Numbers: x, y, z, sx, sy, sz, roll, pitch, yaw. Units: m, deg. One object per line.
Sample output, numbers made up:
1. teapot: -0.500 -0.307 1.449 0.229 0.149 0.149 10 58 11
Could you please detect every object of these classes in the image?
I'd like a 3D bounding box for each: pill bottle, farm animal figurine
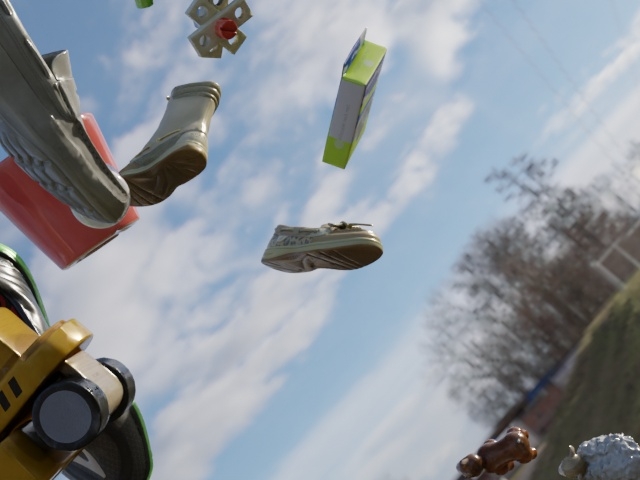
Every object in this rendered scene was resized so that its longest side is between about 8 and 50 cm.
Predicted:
1. pill bottle: -0.392 -0.078 1.996 0.108 0.108 0.180 -47 18 -3
2. farm animal figurine: 0.315 0.446 1.668 0.172 0.327 0.330 10 -101 -57

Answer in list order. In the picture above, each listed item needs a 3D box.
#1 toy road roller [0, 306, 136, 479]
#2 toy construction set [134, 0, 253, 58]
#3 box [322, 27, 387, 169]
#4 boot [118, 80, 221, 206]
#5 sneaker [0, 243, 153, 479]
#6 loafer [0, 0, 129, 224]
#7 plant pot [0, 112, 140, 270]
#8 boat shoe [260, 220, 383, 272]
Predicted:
1. toy road roller: -0.438 0.243 1.577 0.329 0.240 0.202 -49 -1 7
2. toy construction set: -0.196 -0.405 1.696 0.215 0.328 0.151 -27 -43 -25
3. box: 0.050 -0.204 1.633 0.109 0.042 0.178 -63 -9 -45
4. boot: -0.300 -0.188 2.178 0.262 0.095 0.203 -27 41 39
5. sneaker: -0.452 0.228 1.777 0.185 0.483 0.202 -36 8 10
6. loafer: -0.289 -0.149 1.145 0.111 0.112 0.319 -49 -56 -22
7. plant pot: -0.518 -0.089 2.319 0.275 0.243 0.275 -35 3 2
8. boat shoe: 0.000 0.000 2.028 0.105 0.285 0.089 27 -113 -40
